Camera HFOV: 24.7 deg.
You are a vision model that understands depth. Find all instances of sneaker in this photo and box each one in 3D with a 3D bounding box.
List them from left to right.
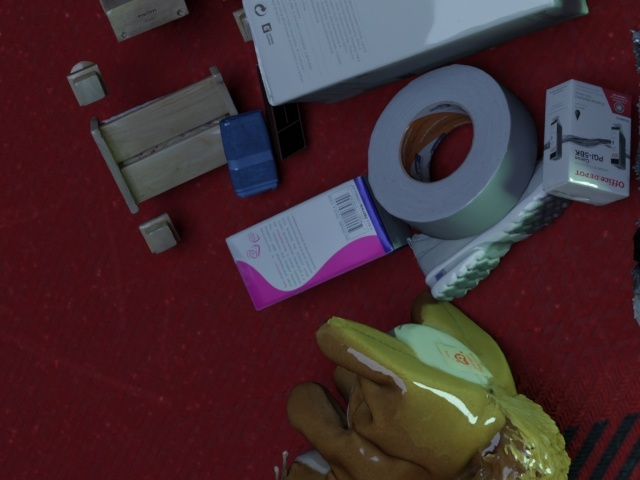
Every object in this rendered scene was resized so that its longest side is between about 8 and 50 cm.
[{"bbox_3d":[0.227,-0.048,1.910,0.281,0.105,0.115,-41,68,12],"label":"sneaker"}]

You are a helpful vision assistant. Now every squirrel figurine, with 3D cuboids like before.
[{"bbox_3d":[0.120,0.318,1.913,0.397,0.281,0.370,36,114,17],"label":"squirrel figurine"}]

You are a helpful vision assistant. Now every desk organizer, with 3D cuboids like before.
[{"bbox_3d":[-0.050,-0.179,2.003,0.047,0.050,0.130,-15,116,-9],"label":"desk organizer"}]

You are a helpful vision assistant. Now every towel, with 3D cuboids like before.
[{"bbox_3d":[-0.099,-0.121,2.028,0.067,0.029,0.119,-16,117,-8],"label":"towel"}]

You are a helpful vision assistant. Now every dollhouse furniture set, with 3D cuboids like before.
[{"bbox_3d":[-0.179,-0.212,2.082,0.303,0.174,0.355,-23,116,-2],"label":"dollhouse furniture set"}]

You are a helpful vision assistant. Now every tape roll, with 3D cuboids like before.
[{"bbox_3d":[0.168,-0.114,1.891,0.219,0.072,0.219,-16,61,32],"label":"tape roll"}]

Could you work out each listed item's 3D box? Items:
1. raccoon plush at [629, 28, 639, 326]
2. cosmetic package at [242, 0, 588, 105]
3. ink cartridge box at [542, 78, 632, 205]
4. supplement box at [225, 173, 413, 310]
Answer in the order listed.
[{"bbox_3d":[0.454,-0.079,1.712,0.216,0.299,0.446,3,97,21],"label":"raccoon plush"},{"bbox_3d":[0.124,-0.301,1.866,0.385,0.217,0.156,-16,90,25],"label":"cosmetic package"},{"bbox_3d":[0.333,-0.121,1.820,0.056,0.099,0.135,-21,61,60],"label":"ink cartridge box"},{"bbox_3d":[0.000,0.000,2.002,0.220,0.114,0.111,-24,88,21],"label":"supplement box"}]
